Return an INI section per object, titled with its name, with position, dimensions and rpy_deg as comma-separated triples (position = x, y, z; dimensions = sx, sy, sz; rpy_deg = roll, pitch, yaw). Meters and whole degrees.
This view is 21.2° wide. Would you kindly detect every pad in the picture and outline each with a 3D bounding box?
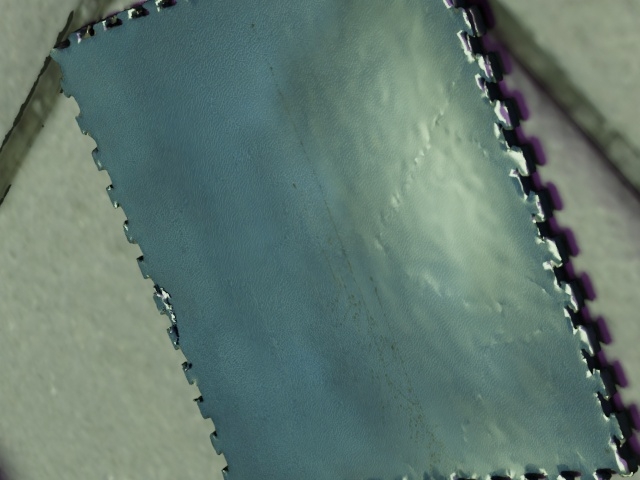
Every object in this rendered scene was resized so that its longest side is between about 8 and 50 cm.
[pad]
position = 0.000, 0.000, 0.798
dimensions = 0.269, 0.012, 0.270
rpy_deg = -10, 105, 44
